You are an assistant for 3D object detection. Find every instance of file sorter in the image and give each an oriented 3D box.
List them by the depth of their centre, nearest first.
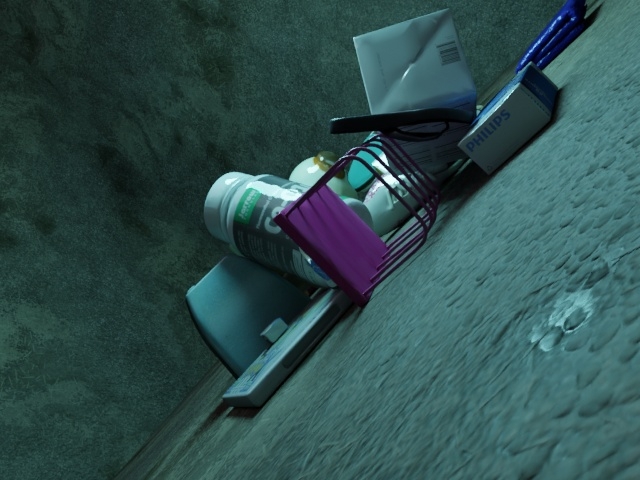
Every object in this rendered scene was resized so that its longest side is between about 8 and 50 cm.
[{"bbox_3d":[0.087,-0.058,1.147,0.182,0.202,0.290,-44,2,21],"label":"file sorter"}]

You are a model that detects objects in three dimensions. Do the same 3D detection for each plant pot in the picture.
[{"bbox_3d":[-0.189,0.172,1.585,0.247,0.252,0.248,-45,2,-15],"label":"plant pot"}]

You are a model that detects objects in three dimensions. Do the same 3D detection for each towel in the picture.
[{"bbox_3d":[0.657,-0.567,1.828,0.227,0.076,0.308,-53,-3,37],"label":"towel"}]

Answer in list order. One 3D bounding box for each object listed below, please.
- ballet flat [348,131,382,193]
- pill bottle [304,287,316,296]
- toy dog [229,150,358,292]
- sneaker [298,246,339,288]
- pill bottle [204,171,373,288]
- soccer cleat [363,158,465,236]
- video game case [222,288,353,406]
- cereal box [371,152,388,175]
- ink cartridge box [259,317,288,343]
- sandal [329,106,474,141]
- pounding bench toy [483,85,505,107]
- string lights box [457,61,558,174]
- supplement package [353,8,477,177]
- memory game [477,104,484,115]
[{"bbox_3d":[0.214,-0.291,1.866,0.400,0.139,0.139,-64,-8,31],"label":"ballet flat"},{"bbox_3d":[-0.019,0.098,2.032,0.152,0.086,0.086,-46,1,8],"label":"pill bottle"},{"bbox_3d":[-0.052,-0.058,1.822,0.408,0.395,0.284,-54,-6,-35],"label":"toy dog"},{"bbox_3d":[0.000,0.000,1.227,0.080,0.081,0.211,-44,34,10],"label":"sneaker"},{"bbox_3d":[-0.080,-0.035,1.481,0.204,0.361,0.204,-29,-52,-46],"label":"pill bottle"},{"bbox_3d":[0.217,-0.145,1.505,0.331,0.116,0.143,-45,1,-5],"label":"soccer cleat"},{"bbox_3d":[-0.059,0.202,1.273,0.300,0.036,0.329,-46,1,-21],"label":"video game case"},{"bbox_3d":[0.276,-0.240,1.738,0.240,0.173,0.047,-46,-40,-4],"label":"cereal box"},{"bbox_3d":[-0.100,0.193,1.387,0.048,0.028,0.083,-45,2,-15],"label":"ink cartridge box"},{"bbox_3d":[0.143,-0.198,1.152,0.255,0.054,0.097,-2,6,20],"label":"sandal"},{"bbox_3d":[0.439,-0.330,1.599,0.065,0.052,0.083,-46,1,-30],"label":"pounding bench toy"},{"bbox_3d":[0.330,-0.219,1.133,0.133,0.077,0.259,-45,1,32],"label":"string lights box"},{"bbox_3d":[0.203,-0.291,1.342,0.198,0.199,0.262,-14,-21,9],"label":"supplement package"},{"bbox_3d":[0.411,-0.352,1.859,0.186,0.012,0.186,-13,22,5],"label":"memory game"}]
